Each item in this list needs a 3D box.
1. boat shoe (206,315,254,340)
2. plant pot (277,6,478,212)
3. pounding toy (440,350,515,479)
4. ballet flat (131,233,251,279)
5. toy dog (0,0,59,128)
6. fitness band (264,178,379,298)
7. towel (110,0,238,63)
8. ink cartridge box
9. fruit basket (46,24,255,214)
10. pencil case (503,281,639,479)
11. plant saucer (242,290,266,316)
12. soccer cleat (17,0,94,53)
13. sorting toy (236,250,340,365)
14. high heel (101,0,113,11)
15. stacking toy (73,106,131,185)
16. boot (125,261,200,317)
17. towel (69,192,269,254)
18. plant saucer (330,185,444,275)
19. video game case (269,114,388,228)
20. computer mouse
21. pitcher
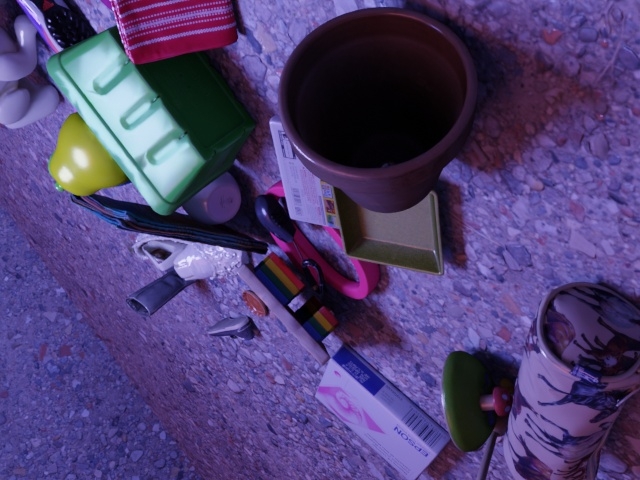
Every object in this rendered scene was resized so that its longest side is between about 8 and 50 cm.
[{"bbox_3d":[-0.252,0.257,2.207,0.206,0.075,0.065,-15,110,54],"label":"boat shoe"},{"bbox_3d":[0.090,-0.151,1.104,0.263,0.263,0.229,35,166,24],"label":"plant pot"},{"bbox_3d":[0.311,0.307,1.434,0.110,0.183,0.237,-12,119,29],"label":"pounding toy"},{"bbox_3d":[-0.341,0.039,2.007,0.408,0.147,0.147,13,136,46],"label":"ballet flat"},{"bbox_3d":[-0.868,-0.449,1.890,0.285,0.395,0.408,52,161,13],"label":"toy dog"},{"bbox_3d":[0.000,0.000,1.578,0.291,0.054,0.209,49,149,-3],"label":"fitness band"},{"bbox_3d":[-0.252,-0.426,1.281,0.031,0.198,0.275,-103,3,-48],"label":"towel"},{"bbox_3d":[0.132,0.439,1.908,0.324,0.071,0.330,39,149,16],"label":"ink cartridge box"},{"bbox_3d":[-0.367,-0.227,1.553,0.392,0.283,0.392,20,131,24],"label":"fruit basket"},{"bbox_3d":[0.393,0.255,1.230,0.183,0.159,0.410,47,155,35],"label":"pencil case"},{"bbox_3d":[-0.169,0.162,2.040,0.083,0.013,0.083,34,148,25],"label":"plant saucer"},{"bbox_3d":[-0.622,-0.528,1.736,0.318,0.108,0.116,56,155,-18],"label":"soccer cleat"},{"bbox_3d":[-0.056,0.130,1.691,0.257,0.089,0.255,47,177,-1],"label":"sorting toy"},{"bbox_3d":[-0.358,-0.549,1.307,0.181,0.127,0.377,30,145,49],"label":"high heel"},{"bbox_3d":[-0.482,-0.287,1.758,0.302,0.175,0.166,47,153,4],"label":"stacking toy"},{"bbox_3d":[-0.445,0.120,2.163,0.189,0.208,0.076,15,136,45],"label":"boot"},{"bbox_3d":[-0.326,-0.042,1.716,0.271,0.370,0.040,23,98,48],"label":"towel"},{"bbox_3d":[0.121,-0.036,1.331,0.188,0.045,0.188,11,137,25],"label":"plant saucer"},{"bbox_3d":[0.024,-0.108,1.378,0.206,0.026,0.227,12,137,23],"label":"video game case"},{"bbox_3d":[-0.063,0.013,1.579,0.071,0.041,0.242,-12,116,54],"label":"computer mouse"},{"bbox_3d":[-0.262,-0.134,1.715,0.207,0.125,0.178,30,134,49],"label":"pitcher"}]
